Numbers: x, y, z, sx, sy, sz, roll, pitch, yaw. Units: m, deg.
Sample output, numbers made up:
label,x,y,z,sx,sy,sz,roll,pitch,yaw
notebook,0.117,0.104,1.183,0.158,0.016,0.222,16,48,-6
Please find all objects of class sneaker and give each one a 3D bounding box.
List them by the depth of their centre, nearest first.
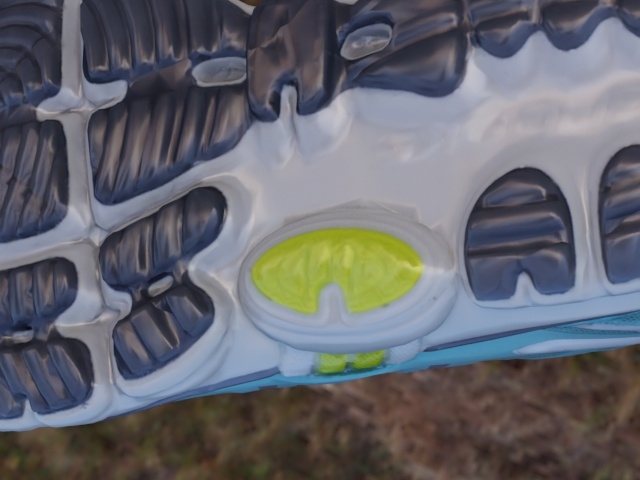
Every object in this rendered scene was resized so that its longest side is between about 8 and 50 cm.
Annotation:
label,x,y,z,sx,sy,sz,roll,pitch,yaw
sneaker,0.000,0.000,0.454,0.275,0.107,0.110,-3,162,27
